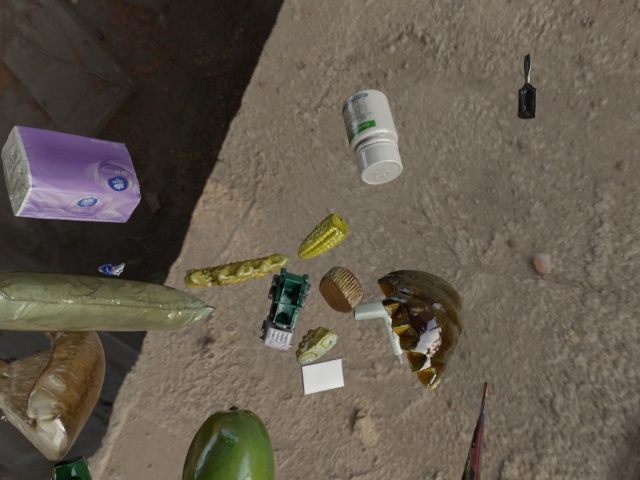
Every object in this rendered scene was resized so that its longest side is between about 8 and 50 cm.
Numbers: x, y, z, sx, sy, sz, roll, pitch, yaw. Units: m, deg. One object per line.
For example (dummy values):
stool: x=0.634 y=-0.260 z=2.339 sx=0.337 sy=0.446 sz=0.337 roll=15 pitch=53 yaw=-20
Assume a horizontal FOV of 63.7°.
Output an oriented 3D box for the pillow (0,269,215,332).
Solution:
pillow: x=-0.307 y=0.081 z=0.661 sx=0.184 sy=0.302 sz=0.075 roll=-4 pitch=78 yaw=36

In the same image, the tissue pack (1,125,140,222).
tissue pack: x=-0.740 y=-0.192 z=1.538 sx=0.160 sy=0.338 sz=0.242 roll=-42 pitch=63 yaw=31

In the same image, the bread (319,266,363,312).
bread: x=0.040 y=0.085 z=0.907 sx=0.053 sy=0.085 sz=0.085 roll=-37 pitch=73 yaw=-29

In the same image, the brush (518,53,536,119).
brush: x=0.630 y=-0.468 z=1.573 sx=0.062 sy=0.016 sz=0.194 roll=16 pitch=118 yaw=49

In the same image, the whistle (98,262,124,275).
whistle: x=-0.494 y=0.066 z=1.217 sx=0.083 sy=0.029 sz=0.033 roll=1 pitch=52 yaw=30

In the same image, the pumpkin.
pumpkin: x=0.226 y=0.168 z=1.033 sx=0.149 sy=0.130 sz=0.254 roll=-27 pitch=87 yaw=9

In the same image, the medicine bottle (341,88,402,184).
medicine bottle: x=0.143 y=-0.282 z=1.417 sx=0.138 sy=0.139 sz=0.237 roll=-18 pitch=66 yaw=16

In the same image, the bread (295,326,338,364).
bread: x=-0.019 y=0.343 z=1.744 sx=0.157 sy=0.083 sz=0.095 roll=-27 pitch=45 yaw=13

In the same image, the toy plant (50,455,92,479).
toy plant: x=-0.541 y=0.616 z=1.150 sx=0.232 sy=0.112 sz=0.244 roll=22 pitch=117 yaw=58

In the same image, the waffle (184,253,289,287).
waffle: x=-0.204 y=0.076 z=1.262 sx=0.249 sy=0.261 sz=0.056 roll=-10 pitch=87 yaw=-24

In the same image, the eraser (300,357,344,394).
eraser: x=0.008 y=0.481 z=1.829 sx=0.150 sy=0.023 sz=0.104 roll=-7 pitch=95 yaw=-17

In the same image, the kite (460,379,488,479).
kite: x=0.210 y=0.305 z=0.707 sx=0.016 sy=0.321 sz=0.234 roll=5 pitch=67 yaw=22

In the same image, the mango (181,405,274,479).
mango: x=-0.096 y=0.253 z=0.479 sx=0.085 sy=0.122 sz=0.191 roll=16 pitch=85 yaw=-23

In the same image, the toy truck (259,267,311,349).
toy truck: x=-0.100 y=0.194 z=1.426 sx=0.110 sy=0.116 sz=0.216 roll=17 pitch=101 yaw=-6

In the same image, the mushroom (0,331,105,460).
mushroom: x=-0.667 y=0.383 z=1.356 sx=0.397 sy=0.313 sz=0.225 roll=12 pitch=129 yaw=42

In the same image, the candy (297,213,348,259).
candy: x=0.000 y=0.000 z=1.788 sx=0.094 sy=0.106 sz=0.199 roll=41 pitch=115 yaw=-20

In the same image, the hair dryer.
hair dryer: x=0.161 y=0.233 z=1.266 sx=0.154 sy=0.044 sz=0.183 roll=-6 pitch=101 yaw=-4
